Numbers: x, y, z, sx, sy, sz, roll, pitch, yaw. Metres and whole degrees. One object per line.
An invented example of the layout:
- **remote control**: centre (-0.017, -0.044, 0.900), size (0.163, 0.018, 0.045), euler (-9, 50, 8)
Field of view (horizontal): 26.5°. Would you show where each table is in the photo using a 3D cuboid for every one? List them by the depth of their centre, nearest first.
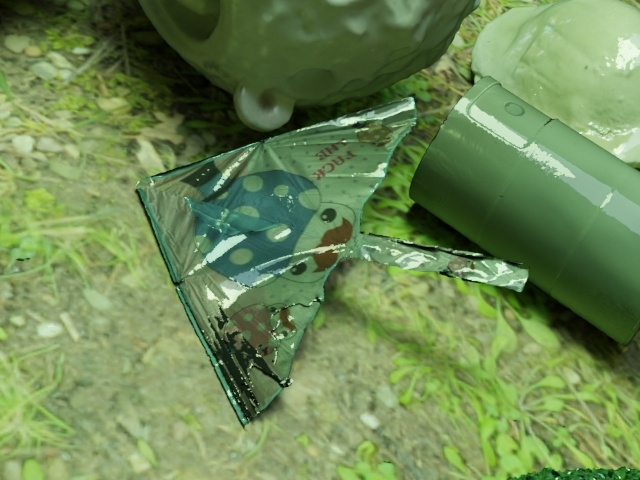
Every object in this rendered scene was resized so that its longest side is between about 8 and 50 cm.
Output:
- **table**: centre (0.196, -0.025, 1.120), size (0.220, 0.126, 0.126), euler (35, 40, 14)

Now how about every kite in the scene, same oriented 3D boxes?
- **kite**: centre (0.000, 0.000, 1.021), size (0.314, 0.011, 0.335), euler (15, 55, 15)

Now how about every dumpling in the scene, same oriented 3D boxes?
- **dumpling**: centre (0.249, -0.146, 1.295), size (0.252, 0.131, 0.179), euler (29, 63, 21)

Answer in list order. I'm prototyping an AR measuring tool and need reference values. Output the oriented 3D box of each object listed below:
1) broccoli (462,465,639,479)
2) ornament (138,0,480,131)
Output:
- **broccoli**: centre (0.160, 0.246, 0.747), size (0.245, 0.265, 0.294), euler (-32, 50, -6)
- **ornament**: centre (-0.004, -0.281, 1.147), size (0.337, 0.337, 0.337), euler (14, 40, -12)
